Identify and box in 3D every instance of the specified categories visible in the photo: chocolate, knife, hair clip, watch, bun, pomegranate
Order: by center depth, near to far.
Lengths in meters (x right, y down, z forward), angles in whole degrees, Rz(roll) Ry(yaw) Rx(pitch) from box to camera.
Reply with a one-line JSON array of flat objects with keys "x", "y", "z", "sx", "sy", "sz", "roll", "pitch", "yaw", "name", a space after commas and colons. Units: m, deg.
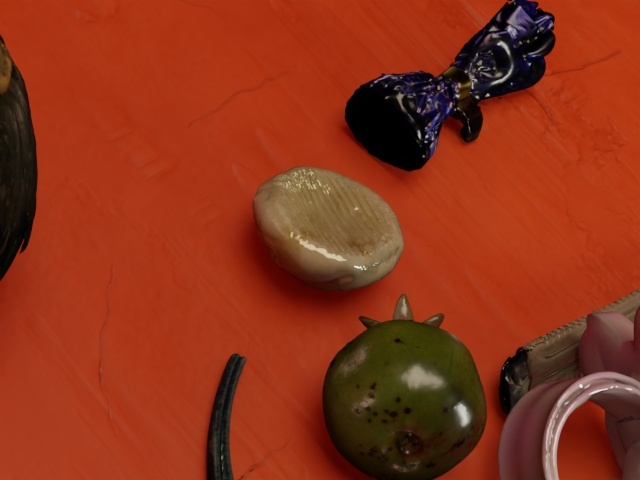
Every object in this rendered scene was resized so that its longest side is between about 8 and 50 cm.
[{"x": -0.095, "y": 0.235, "z": 1.728, "sx": 0.083, "sy": 0.048, "sz": 0.275, "roll": 3, "pitch": 56, "yaw": -13, "name": "hair clip"}, {"x": 0.092, "y": 0.155, "z": 1.781, "sx": 0.181, "sy": 0.181, "sz": 0.224, "roll": 20, "pitch": 33, "yaw": -6, "name": "pomegranate"}, {"x": 0.309, "y": 0.212, "z": 1.787, "sx": 0.217, "sy": 0.211, "sz": 0.248, "roll": -18, "pitch": 89, "yaw": -26, "name": "watch"}, {"x": 0.000, "y": 0.000, "z": 1.885, "sx": 0.183, "sy": 0.102, "sz": 0.183, "roll": 16, "pitch": 35, "yaw": -12, "name": "bun"}, {"x": 0.336, "y": 0.122, "z": 1.965, "sx": 0.365, "sy": 0.043, "sz": 0.089, "roll": -25, "pitch": 102, "yaw": -34, "name": "knife"}, {"x": 0.183, "y": -0.200, "z": 2.086, "sx": 0.343, "sy": 0.126, "sz": 0.148, "roll": -33, "pitch": 112, "yaw": -36, "name": "chocolate"}]

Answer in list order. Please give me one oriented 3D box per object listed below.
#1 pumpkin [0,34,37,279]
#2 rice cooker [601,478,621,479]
[{"x": -0.461, "y": -0.116, "z": 1.599, "sx": 0.344, "sy": 0.454, "sz": 0.454, "roll": -14, "pitch": 59, "yaw": 6, "name": "pumpkin"}, {"x": 0.215, "y": 0.368, "z": 1.602, "sx": 0.316, "sy": 0.316, "sz": 0.264, "roll": -2, "pitch": 77, "yaw": -21, "name": "rice cooker"}]
